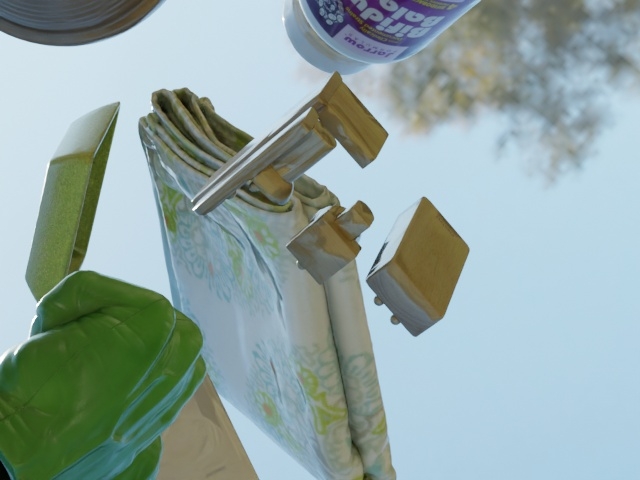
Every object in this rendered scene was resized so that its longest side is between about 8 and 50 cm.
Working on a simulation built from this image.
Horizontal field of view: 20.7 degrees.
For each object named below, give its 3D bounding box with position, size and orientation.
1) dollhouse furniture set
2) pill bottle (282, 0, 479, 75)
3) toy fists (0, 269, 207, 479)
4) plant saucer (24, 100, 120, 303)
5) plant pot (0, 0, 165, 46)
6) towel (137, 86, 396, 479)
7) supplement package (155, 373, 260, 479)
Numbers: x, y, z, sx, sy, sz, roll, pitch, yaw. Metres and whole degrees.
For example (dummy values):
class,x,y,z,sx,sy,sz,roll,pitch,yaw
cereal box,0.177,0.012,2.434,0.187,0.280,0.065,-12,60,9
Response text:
class,x,y,z,sx,sy,sz,roll,pitch,yaw
dollhouse furniture set,0.000,0.000,1.176,0.151,0.123,0.144,48,-155,-9
pill bottle,0.076,-0.281,1.795,0.169,0.301,0.169,9,-111,-23
toy fists,-0.145,0.111,0.949,0.142,0.279,0.096,-35,-107,-32
plant saucer,-0.258,-0.037,1.798,0.045,0.188,0.188,15,-159,-3
plant pot,-0.223,-0.279,1.461,0.237,0.237,0.110,37,-171,-2
towel,-0.061,0.057,1.754,0.090,0.374,0.320,-25,-145,-20
supplement package,-0.119,0.289,1.534,0.293,0.177,0.175,74,168,-46
